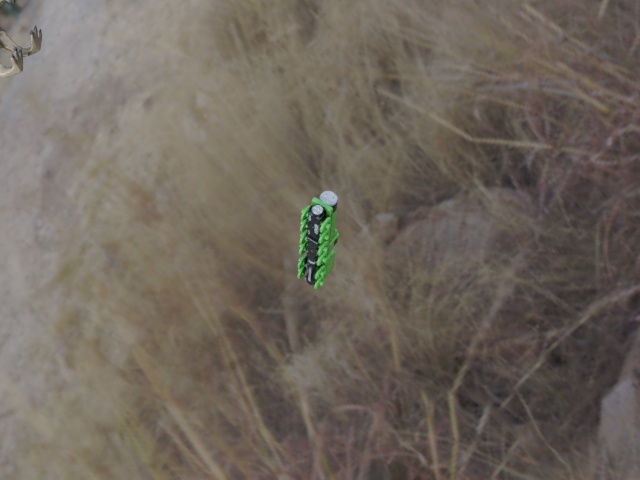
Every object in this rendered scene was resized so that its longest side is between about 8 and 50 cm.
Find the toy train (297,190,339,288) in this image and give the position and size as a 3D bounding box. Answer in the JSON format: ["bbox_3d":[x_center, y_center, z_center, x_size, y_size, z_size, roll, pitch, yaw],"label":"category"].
[{"bbox_3d":[0.000,0.000,0.538,0.017,0.083,0.024,32,64,14],"label":"toy train"}]

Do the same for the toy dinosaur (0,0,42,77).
[{"bbox_3d":[-0.294,-0.167,0.848,0.092,0.183,0.053,3,18,14],"label":"toy dinosaur"}]
